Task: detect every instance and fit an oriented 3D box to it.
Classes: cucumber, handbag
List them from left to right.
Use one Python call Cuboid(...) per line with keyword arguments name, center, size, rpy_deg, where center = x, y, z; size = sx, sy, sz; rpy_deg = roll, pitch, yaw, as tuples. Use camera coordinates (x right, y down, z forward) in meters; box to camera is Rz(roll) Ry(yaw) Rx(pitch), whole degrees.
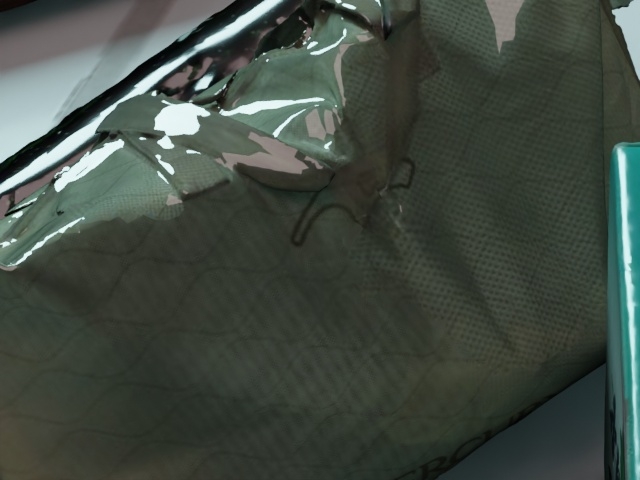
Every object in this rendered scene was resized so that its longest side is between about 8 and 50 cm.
Cuboid(name="cucumber", center=(-0.065, -0.012, 0.579), size=(0.241, 0.074, 0.074), rpy_deg=(-36, 55, -16))
Cuboid(name="handbag", center=(0.000, 0.000, 0.506), size=(0.270, 0.183, 0.117), rpy_deg=(-31, 23, -17))

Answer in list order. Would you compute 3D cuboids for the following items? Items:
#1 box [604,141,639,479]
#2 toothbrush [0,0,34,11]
Cuboid(name="box", center=(0.111, 0.113, 0.397), size=(0.092, 0.153, 0.245), rpy_deg=(-2, 50, 8))
Cuboid(name="toothbrush", center=(-0.206, -0.083, 0.675), size=(0.364, 0.041, 0.041), rpy_deg=(-17, 51, -3))
